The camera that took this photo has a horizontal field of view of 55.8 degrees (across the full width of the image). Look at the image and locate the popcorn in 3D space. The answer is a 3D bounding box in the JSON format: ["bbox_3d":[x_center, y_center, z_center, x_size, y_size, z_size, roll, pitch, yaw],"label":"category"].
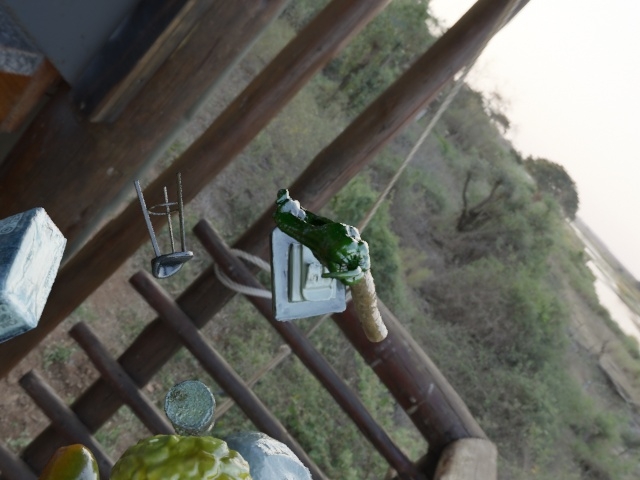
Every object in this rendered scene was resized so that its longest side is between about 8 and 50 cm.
[{"bbox_3d":[-0.226,0.414,0.928,0.236,0.252,0.206,61,-23,-5],"label":"popcorn"}]

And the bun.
[{"bbox_3d":[-0.123,0.588,1.375,0.362,0.211,0.361,41,-30,31],"label":"bun"}]

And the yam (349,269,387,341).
[{"bbox_3d":[0.109,0.148,1.441,0.299,0.066,0.066,70,-5,-48],"label":"yam"}]

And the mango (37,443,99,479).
[{"bbox_3d":[-0.612,0.620,1.422,0.146,0.129,0.289,8,37,0],"label":"mango"}]

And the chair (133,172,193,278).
[{"bbox_3d":[-0.333,-0.032,1.328,0.104,0.095,0.221,5,75,-61],"label":"chair"}]

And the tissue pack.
[{"bbox_3d":[-0.548,0.082,0.873,0.228,0.316,0.103,-106,175,-57],"label":"tissue pack"}]

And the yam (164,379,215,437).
[{"bbox_3d":[-0.374,0.498,1.763,0.154,0.154,0.254,53,-20,19],"label":"yam"}]

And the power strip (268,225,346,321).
[{"bbox_3d":[-0.011,0.067,1.317,0.198,0.213,0.065,-6,9,-34],"label":"power strip"}]

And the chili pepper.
[{"bbox_3d":[0.000,-0.005,0.882,0.100,0.074,0.257,25,6,-38],"label":"chili pepper"}]
